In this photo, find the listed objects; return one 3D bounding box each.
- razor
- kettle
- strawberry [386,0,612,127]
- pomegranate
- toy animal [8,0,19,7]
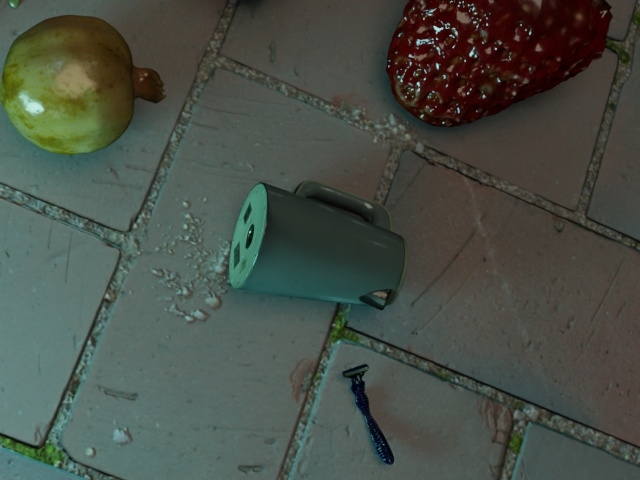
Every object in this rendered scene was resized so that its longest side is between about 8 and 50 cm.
[{"bbox_3d":[0.076,0.265,1.804,0.044,0.028,0.155,-17,80,-24],"label":"razor"},{"bbox_3d":[0.000,0.000,1.806,0.243,0.160,0.211,14,44,-20],"label":"kettle"},{"bbox_3d":[0.261,-0.332,1.896,0.345,0.295,0.317,-47,128,-4],"label":"strawberry"},{"bbox_3d":[-0.355,-0.224,1.717,0.207,0.207,0.207,4,75,-15],"label":"pomegranate"},{"bbox_3d":[-0.455,-0.429,1.811,0.098,0.137,0.098,3,34,-2],"label":"toy animal"}]
